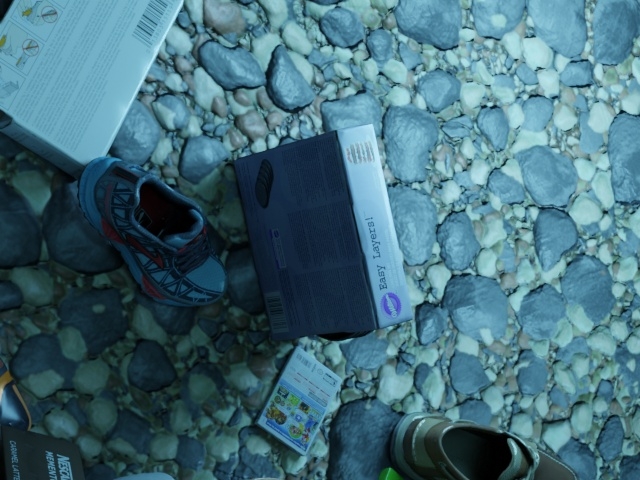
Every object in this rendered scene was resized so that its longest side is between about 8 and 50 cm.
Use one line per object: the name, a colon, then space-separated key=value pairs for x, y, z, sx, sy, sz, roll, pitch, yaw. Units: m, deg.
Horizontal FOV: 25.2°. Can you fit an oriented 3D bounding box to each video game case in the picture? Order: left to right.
video game case: x=-0.029 y=0.216 z=1.933 sx=0.087 sy=0.011 sz=0.122 roll=39 pitch=64 yaw=-23

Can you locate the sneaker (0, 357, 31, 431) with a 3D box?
sneaker: x=-0.480 y=0.206 z=1.588 sx=0.321 sy=0.124 sz=0.180 roll=-17 pitch=89 yaw=-44

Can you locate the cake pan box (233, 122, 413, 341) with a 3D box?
cake pan box: x=0.000 y=0.000 z=1.843 sx=0.070 sy=0.246 sz=0.267 roll=-12 pitch=89 yaw=-33

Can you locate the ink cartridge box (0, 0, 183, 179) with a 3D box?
ink cartridge box: x=-0.327 y=-0.252 z=1.778 sx=0.239 sy=0.060 sz=0.275 roll=34 pitch=67 yaw=-24

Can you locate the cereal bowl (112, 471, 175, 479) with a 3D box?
cereal bowl: x=-0.228 y=0.431 z=1.589 sx=0.141 sy=0.339 sz=0.339 roll=-2 pitch=84 yaw=-20

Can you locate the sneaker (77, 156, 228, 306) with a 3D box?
sneaker: x=-0.187 y=0.003 z=1.773 sx=0.262 sy=0.125 sz=0.104 roll=47 pitch=62 yaw=-39

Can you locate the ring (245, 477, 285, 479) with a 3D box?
ring: x=-0.079 y=0.473 z=1.829 sx=0.337 sy=0.032 sz=0.336 roll=5 pitch=82 yaw=-41

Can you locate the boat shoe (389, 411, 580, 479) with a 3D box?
boat shoe: x=0.252 y=0.327 z=2.036 sx=0.324 sy=0.116 sz=0.123 roll=18 pitch=74 yaw=-30

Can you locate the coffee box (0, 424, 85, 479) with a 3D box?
coffee box: x=-0.346 y=0.345 z=1.551 sx=0.098 sy=0.141 sz=0.246 roll=20 pitch=108 yaw=-24

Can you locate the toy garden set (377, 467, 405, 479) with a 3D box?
toy garden set: x=0.109 y=0.468 z=1.940 sx=0.204 sy=0.049 sz=0.244 roll=43 pitch=48 yaw=-20
